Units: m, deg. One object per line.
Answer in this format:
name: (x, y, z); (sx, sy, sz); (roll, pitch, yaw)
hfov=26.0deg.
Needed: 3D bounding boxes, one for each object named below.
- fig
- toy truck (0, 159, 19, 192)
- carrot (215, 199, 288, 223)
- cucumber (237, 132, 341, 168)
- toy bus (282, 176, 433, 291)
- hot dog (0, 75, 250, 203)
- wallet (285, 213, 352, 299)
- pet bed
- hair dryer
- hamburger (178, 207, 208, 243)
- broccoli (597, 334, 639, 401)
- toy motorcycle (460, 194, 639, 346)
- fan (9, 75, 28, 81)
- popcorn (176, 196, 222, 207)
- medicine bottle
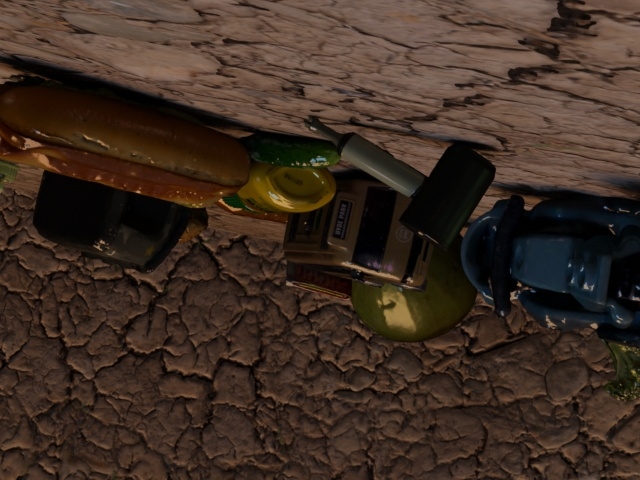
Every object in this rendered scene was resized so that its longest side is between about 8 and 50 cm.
fig: (0.144, 0.056, 2.141); (0.207, 0.207, 0.230); (12, 168, -2)
toy truck: (-0.601, -0.132, 2.453); (0.169, 0.100, 0.077); (8, 173, 40)
carrot: (-0.037, -0.049, 2.180); (0.314, 0.066, 0.066); (14, 176, -36)
cucumber: (-0.044, -0.103, 1.593); (0.155, 0.037, 0.037); (9, 175, 32)
toy bus: (0.053, -0.014, 1.878); (0.157, 0.139, 0.289); (13, 178, -17)
hot dog: (-0.232, -0.117, 1.535); (0.337, 0.100, 0.135); (14, 168, -35)
wallet: (0.000, 0.000, 2.062); (0.103, 0.196, 0.020); (15, 136, -14)
pet bed: (-0.289, -0.054, 1.998); (0.159, 0.183, 0.211); (18, 174, -42)
hair dryer: (0.069, -0.079, 1.385); (0.198, 0.100, 0.057); (31, 176, 11)
hamburger: (-0.262, -0.059, 2.205); (0.131, 0.124, 0.262); (5, -172, -44)
broccoli: (0.451, 0.113, 2.278); (0.362, 0.221, 0.252); (12, -148, 8)
toy motorcycle: (0.289, 0.034, 1.532); (0.232, 0.172, 0.416); (6, -174, -6)
fan: (-0.314, -0.176, 1.590); (0.083, 0.004, 0.056); (15, 175, -37)
popcorn: (-0.151, -0.088, 1.723); (0.109, 0.096, 0.089); (-1, -176, -18)
medicine bottle: (-0.072, -0.074, 1.836); (0.111, 0.076, 0.309); (14, 177, -18)
